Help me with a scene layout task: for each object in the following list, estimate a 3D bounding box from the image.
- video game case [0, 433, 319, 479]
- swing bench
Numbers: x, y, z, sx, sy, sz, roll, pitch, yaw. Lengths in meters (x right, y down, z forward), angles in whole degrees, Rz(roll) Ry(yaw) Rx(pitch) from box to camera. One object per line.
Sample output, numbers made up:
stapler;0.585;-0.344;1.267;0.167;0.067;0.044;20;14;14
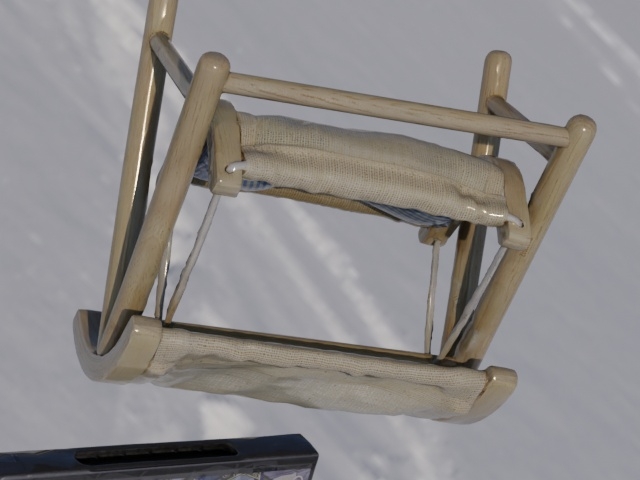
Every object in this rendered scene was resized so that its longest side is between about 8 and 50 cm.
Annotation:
video game case;-0.144;0.263;1.261;0.248;0.275;0.035;1;27;-34
swing bench;0.000;0.000;1.150;0.253;0.255;0.165;8;20;-19
